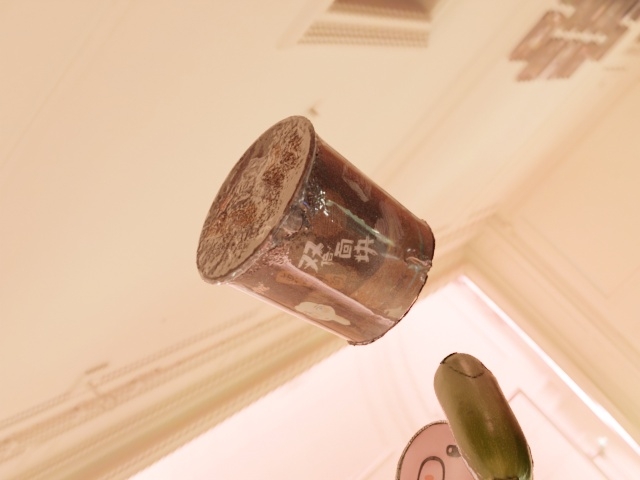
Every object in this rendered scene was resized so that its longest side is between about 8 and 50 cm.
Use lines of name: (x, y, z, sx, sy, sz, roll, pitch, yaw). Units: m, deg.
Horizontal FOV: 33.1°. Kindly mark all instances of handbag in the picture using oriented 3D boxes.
handbag: (0.188, 0.358, 1.476, 0.116, 0.179, 0.205, 25, -110, -36)

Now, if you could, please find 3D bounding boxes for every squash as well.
squash: (0.197, 0.227, 1.292, 0.087, 0.087, 0.331, 32, -163, -19)

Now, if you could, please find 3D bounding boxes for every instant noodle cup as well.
instant noodle cup: (0.000, 0.000, 1.226, 0.207, 0.217, 0.217, 32, -156, -26)
